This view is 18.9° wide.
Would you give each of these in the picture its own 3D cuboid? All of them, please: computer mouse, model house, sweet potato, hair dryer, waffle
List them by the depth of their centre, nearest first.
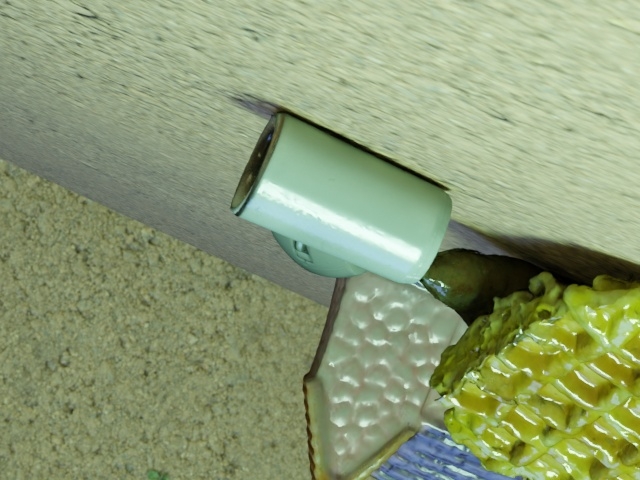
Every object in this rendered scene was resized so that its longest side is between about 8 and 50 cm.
[{"bbox_3d":[0.000,-0.029,1.315,0.131,0.073,0.236,24,178,-11],"label":"hair dryer"},{"bbox_3d":[0.207,0.124,1.318,0.312,0.060,0.307,0,138,39],"label":"waffle"},{"bbox_3d":[0.206,0.089,1.415,0.310,0.098,0.124,26,156,-2],"label":"sweet potato"},{"bbox_3d":[0.000,0.000,1.725,0.089,0.056,0.181,19,174,17],"label":"computer mouse"},{"bbox_3d":[0.090,0.161,1.891,0.237,0.237,0.202,22,177,-6],"label":"model house"}]
